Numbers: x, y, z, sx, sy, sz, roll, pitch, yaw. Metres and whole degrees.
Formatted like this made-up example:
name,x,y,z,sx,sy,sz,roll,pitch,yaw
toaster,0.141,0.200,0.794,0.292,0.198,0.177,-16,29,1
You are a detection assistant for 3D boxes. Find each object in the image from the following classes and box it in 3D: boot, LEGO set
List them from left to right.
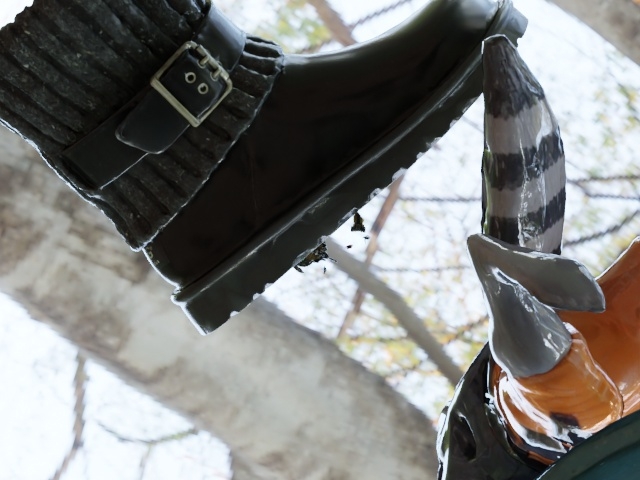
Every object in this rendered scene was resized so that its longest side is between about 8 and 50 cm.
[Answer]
name,x,y,z,sx,sy,sz,roll,pitch,yaw
boot,-0.044,-0.133,1.035,0.348,0.260,0.131,-41,-175,-16
LEGO set,0.002,0.002,1.256,0.083,0.023,0.054,-7,-88,6

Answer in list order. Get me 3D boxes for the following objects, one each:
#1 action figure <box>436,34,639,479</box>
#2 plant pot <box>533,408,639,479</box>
name,x,y,z,sx,sy,sz,roll,pitch,yaw
action figure,0.146,0.042,0.734,0.179,0.330,0.341,28,-129,17
plant pot,0.108,0.243,0.410,0.341,0.334,0.341,7,-77,31
